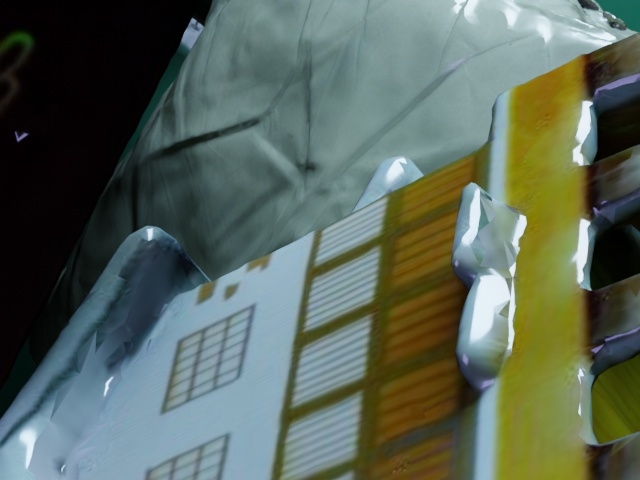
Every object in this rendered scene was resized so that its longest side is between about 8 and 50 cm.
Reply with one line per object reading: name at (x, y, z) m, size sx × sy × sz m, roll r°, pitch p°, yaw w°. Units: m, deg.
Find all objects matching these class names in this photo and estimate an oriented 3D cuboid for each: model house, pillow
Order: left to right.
pillow at (0.001, 0.000, 0.720) m, size 0.274 × 0.076 × 0.281 m, roll -58°, pitch 44°, yaw 11°
model house at (0.055, 0.089, 0.503) m, size 0.215 × 0.224 × 0.198 m, roll -27°, pitch 32°, yaw 25°

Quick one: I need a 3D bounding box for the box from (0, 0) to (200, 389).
box at (-0.144, -0.027, 0.690) m, size 0.264 × 0.116 × 0.415 m, roll -62°, pitch 8°, yaw 3°
